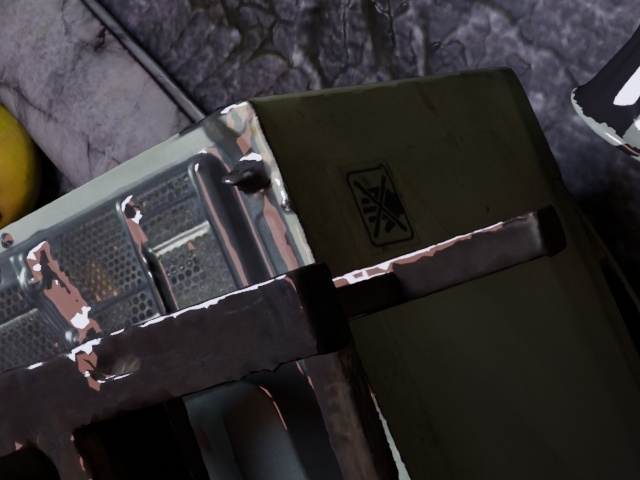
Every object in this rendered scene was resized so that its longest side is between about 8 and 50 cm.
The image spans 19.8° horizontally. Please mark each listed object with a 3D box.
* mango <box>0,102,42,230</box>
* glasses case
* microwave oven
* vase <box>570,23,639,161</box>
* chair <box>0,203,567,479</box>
[{"bbox_3d":[-0.292,-0.060,1.449,0.195,0.092,0.130,39,103,43],"label":"mango"},{"bbox_3d":[-0.173,-0.107,1.367,0.299,0.060,0.114,46,109,34],"label":"glasses case"},{"bbox_3d":[0.026,0.139,0.964,0.247,0.333,0.394,-26,84,33],"label":"microwave oven"},{"bbox_3d":[0.259,-0.203,0.939,0.165,0.165,0.360,41,116,36],"label":"vase"},{"bbox_3d":[-0.103,0.142,0.706,0.416,0.240,0.203,-20,91,26],"label":"chair"}]
